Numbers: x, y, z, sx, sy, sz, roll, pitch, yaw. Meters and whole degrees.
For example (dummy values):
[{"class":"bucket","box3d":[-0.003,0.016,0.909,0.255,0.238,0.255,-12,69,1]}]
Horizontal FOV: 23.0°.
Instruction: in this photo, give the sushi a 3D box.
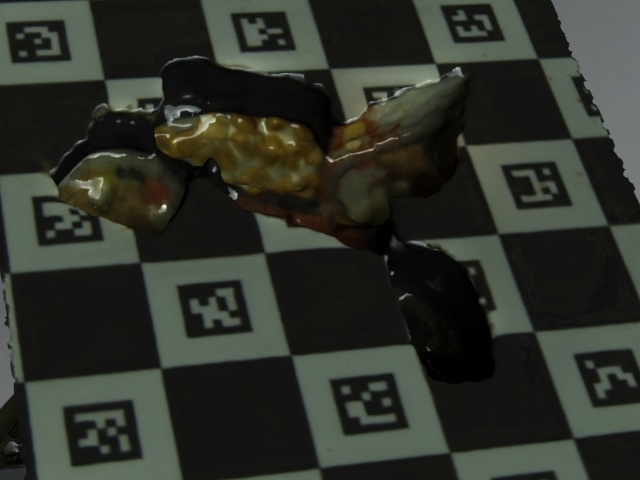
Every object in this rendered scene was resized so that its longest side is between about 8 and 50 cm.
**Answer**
[{"class":"sushi","box3d":[0.000,0.000,0.830,0.343,0.359,0.064,-5,142,-15]}]

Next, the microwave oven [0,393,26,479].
[{"class":"microwave oven","box3d":[-0.173,0.189,1.289,0.178,0.188,0.247,-12,-158,21]}]
